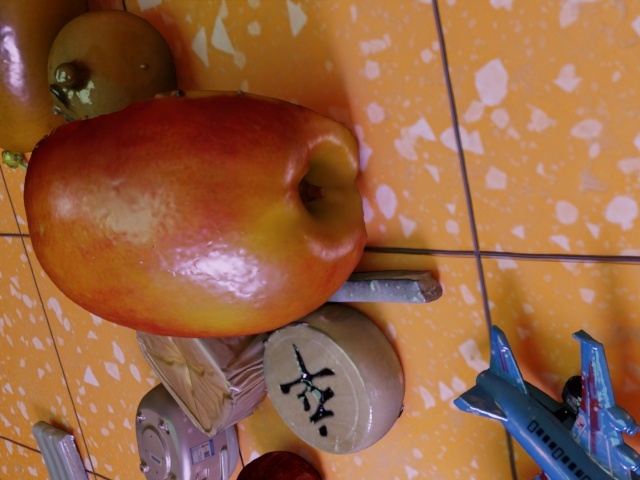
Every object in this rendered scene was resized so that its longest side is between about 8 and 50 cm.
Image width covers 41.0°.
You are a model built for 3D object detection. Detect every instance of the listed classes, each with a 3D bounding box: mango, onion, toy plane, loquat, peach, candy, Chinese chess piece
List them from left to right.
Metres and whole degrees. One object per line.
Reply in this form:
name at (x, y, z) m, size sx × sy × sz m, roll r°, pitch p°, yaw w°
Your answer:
mango at (-0.441, -0.319, 1.163) m, size 0.300 × 0.232 × 0.446 m, roll 33°, pitch 136°, yaw 37°
candy at (-0.500, -0.113, 1.466) m, size 0.123 × 0.035 × 0.035 m, roll 45°, pitch 123°, yaw 6°
loquat at (-0.266, -0.202, 1.073) m, size 0.149 × 0.204 × 0.172 m, roll 4°, pitch 101°, yaw 21°
peach at (-0.164, -0.014, 0.964) m, size 0.380 × 0.306 × 0.243 m, roll -5°, pitch 78°, yaw 42°
onion at (-0.056, 0.355, 1.179) m, size 0.131 × 0.131 × 0.131 m, roll 21°, pitch 122°, yaw 37°
Chinese chess piece at (0.013, 0.169, 1.051) m, size 0.188 × 0.083 × 0.189 m, roll 18°, pitch 118°, yaw 37°
toy plane at (0.247, 0.208, 0.822) m, size 0.271 × 0.105 × 0.254 m, roll 38°, pitch 132°, yaw 24°

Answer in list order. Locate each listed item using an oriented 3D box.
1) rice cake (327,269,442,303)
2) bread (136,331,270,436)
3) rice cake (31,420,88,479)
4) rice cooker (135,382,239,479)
rice cake at (0.047, 0.056, 0.992) m, size 0.210 × 0.043 × 0.034 m, roll -4°, pitch 101°, yaw 45°
bread at (-0.156, 0.148, 1.187) m, size 0.210 × 0.109 × 0.192 m, roll 48°, pitch 141°, yaw 18°
rice cake at (-0.517, 0.484, 1.748) m, size 0.127 × 0.043 × 0.237 m, roll 5°, pitch 111°, yaw 43°
rice cooker at (-0.204, 0.304, 1.296) m, size 0.145 × 0.127 × 0.207 m, roll 8°, pitch 106°, yaw 43°
